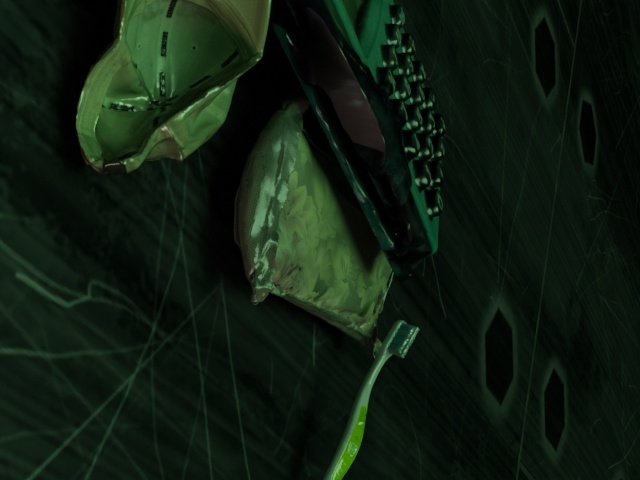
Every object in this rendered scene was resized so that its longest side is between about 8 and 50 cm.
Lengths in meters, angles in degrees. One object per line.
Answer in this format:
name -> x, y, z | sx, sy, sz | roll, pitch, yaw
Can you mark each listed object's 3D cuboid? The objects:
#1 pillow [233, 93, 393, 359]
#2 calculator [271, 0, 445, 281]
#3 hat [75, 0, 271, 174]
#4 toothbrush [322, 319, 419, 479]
pillow -> 0.000, 0.000, 0.801 | 0.255, 0.059, 0.169 | 37, 56, -57
calculator -> 0.048, -0.133, 0.819 | 0.248, 0.058, 0.274 | -75, 144, -56
hat -> -0.099, -0.128, 0.607 | 0.122, 0.081, 0.166 | -3, 105, -32
toothbrush -> 0.015, 0.177, 0.802 | 0.263, 0.026, 0.022 | -59, 137, -22
